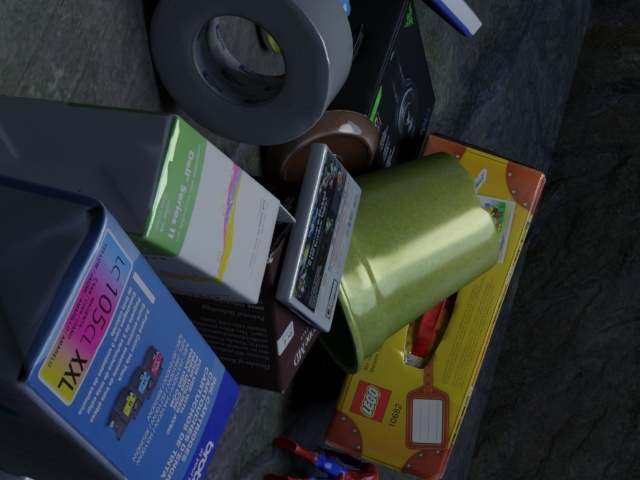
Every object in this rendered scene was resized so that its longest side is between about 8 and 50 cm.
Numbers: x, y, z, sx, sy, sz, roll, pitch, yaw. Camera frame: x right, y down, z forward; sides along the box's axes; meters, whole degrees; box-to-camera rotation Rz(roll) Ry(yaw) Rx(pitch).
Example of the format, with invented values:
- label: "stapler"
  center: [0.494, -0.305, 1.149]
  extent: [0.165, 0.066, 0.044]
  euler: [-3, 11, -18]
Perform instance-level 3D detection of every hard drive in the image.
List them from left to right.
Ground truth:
- label: "hard drive"
  center: [0.124, -0.414, 1.988]
  extent: [0.040, 0.210, 0.319]
  euler: [-49, 163, 9]

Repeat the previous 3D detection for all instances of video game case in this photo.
- label: "video game case"
  center: [0.000, 0.000, 1.585]
  extent: [0.173, 0.022, 0.190]
  euler: [46, 55, -68]

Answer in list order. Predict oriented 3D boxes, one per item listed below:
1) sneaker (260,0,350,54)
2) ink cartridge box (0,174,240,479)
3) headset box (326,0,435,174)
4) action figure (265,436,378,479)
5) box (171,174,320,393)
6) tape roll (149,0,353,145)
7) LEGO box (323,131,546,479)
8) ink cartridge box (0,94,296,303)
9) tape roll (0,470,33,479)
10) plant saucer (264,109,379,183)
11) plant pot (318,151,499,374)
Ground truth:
- label: "sneaker"
  center: [-0.023, -0.341, 1.711]
  extent: [0.240, 0.126, 0.091]
  euler: [78, 29, -47]
- label: "ink cartridge box"
  center: [-0.241, 0.099, 1.088]
  extent: [0.395, 0.270, 0.151]
  euler: [67, 42, -57]
- label: "headset box"
  center: [0.066, -0.216, 2.007]
  extent: [0.283, 0.131, 0.246]
  euler: [69, 35, -54]
- label: "action figure"
  center: [-0.007, 0.379, 2.167]
  extent: [0.280, 0.139, 0.091]
  euler: [27, 75, -46]
- label: "box"
  center: [-0.097, 0.045, 1.616]
  extent: [0.168, 0.167, 0.203]
  euler: [-58, 150, -49]
- label: "tape roll"
  center: [-0.077, -0.215, 1.477]
  extent: [0.072, 0.219, 0.219]
  euler: [-58, 150, -46]
- label: "LEGO box"
  center: [0.189, 0.090, 2.160]
  extent: [0.372, 0.193, 0.500]
  euler: [-35, 144, -82]
- label: "ink cartridge box"
  center: [-0.174, -0.024, 1.310]
  extent: [0.353, 0.207, 0.119]
  euler: [39, 61, -67]
- label: "tape roll"
  center: [-0.275, 0.340, 1.401]
  extent: [0.392, 0.072, 0.392]
  euler: [9, 90, -71]
- label: "plant saucer"
  center: [0.006, -0.113, 1.855]
  extent: [0.168, 0.168, 0.029]
  euler: [70, -1, -54]
- label: "plant pot"
  center: [0.096, 0.007, 1.830]
  extent: [0.254, 0.276, 0.276]
  euler: [-24, 137, -12]
